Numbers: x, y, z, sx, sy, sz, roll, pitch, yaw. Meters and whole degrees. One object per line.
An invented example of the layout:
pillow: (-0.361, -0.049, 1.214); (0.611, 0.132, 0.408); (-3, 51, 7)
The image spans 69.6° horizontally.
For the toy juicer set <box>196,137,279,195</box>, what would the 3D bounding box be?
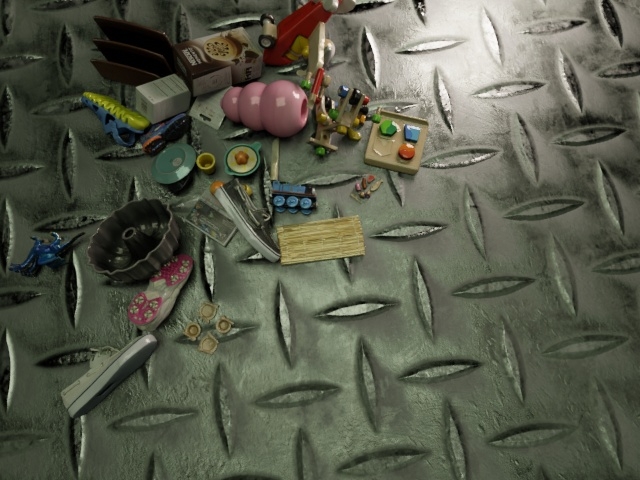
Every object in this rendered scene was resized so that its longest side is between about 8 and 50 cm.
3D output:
toy juicer set: (-0.280, -0.267, 1.718); (0.328, 0.089, 0.209); (-18, 72, -8)

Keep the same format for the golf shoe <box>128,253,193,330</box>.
golf shoe: (-0.551, 0.183, 1.619); (0.115, 0.140, 0.306); (23, 55, 13)

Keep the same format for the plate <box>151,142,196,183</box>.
plate: (-0.564, -0.300, 1.751); (0.188, 0.024, 0.188); (-7, 61, 12)

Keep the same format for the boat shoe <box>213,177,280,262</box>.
boat shoe: (-0.236, -0.076, 1.632); (0.119, 0.121, 0.335); (-38, 93, 2)

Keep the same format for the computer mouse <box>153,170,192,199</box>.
computer mouse: (-0.572, -0.176, 1.746); (0.071, 0.041, 0.242); (43, 88, 20)

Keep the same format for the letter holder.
letter holder: (-0.733, -0.723, 1.791); (0.301, 0.214, 0.152); (16, 77, 5)

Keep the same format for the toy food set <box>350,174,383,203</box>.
toy food set: (0.171, -0.202, 1.732); (0.078, 0.019, 0.122); (39, 80, 10)

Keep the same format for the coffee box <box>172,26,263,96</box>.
coffee box: (-0.394, -0.690, 1.774); (0.297, 0.119, 0.168); (-27, 72, -24)

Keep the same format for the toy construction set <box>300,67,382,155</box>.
toy construction set: (0.028, -0.438, 1.663); (0.257, 0.308, 0.237); (16, 87, 33)

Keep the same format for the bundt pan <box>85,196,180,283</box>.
bundt pan: (-0.636, 0.011, 1.608); (0.330, 0.124, 0.331); (-10, 51, 13)

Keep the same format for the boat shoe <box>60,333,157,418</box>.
boat shoe: (-0.731, 0.417, 1.560); (0.367, 0.136, 0.156); (-44, 75, 1)

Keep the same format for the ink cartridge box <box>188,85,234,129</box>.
ink cartridge box: (-0.421, -0.547, 1.837); (0.145, 0.045, 0.179); (29, 97, 8)

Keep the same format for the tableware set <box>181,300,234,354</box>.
tableware set: (-0.397, 0.307, 1.623); (0.141, 0.020, 0.169); (33, 79, 9)

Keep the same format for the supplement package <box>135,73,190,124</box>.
supplement package: (-0.600, -0.543, 1.763); (0.105, 0.105, 0.179); (42, 51, 12)

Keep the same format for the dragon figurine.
dragon figurine: (-0.974, 0.051, 1.672); (0.289, 0.085, 0.144); (-10, 76, 0)

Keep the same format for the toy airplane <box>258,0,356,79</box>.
toy airplane: (-0.020, -0.806, 1.758); (0.384, 0.272, 0.386); (35, 92, 45)

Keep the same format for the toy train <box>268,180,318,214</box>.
toy train: (-0.099, -0.160, 1.702); (0.184, 0.080, 0.105); (5, 70, 3)

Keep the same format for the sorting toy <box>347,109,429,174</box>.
sorting toy: (0.246, -0.393, 1.766); (0.307, 0.041, 0.229); (14, 77, 5)

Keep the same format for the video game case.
video game case: (-0.384, -0.096, 1.723); (0.190, 0.022, 0.173); (32, 79, 8)

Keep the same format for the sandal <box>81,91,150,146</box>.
sandal: (-0.812, -0.470, 1.785); (0.317, 0.126, 0.138); (33, 110, 19)

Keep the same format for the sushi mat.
sushi mat: (0.000, 0.000, 1.687); (0.316, 0.019, 0.152); (-7, 75, -1)

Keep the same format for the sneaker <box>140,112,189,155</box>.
sneaker: (-0.608, -0.429, 1.786); (0.221, 0.083, 0.087); (-38, 65, -13)

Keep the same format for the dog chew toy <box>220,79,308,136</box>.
dog chew toy: (-0.218, -0.502, 1.735); (0.331, 0.206, 0.207); (9, 76, 12)
